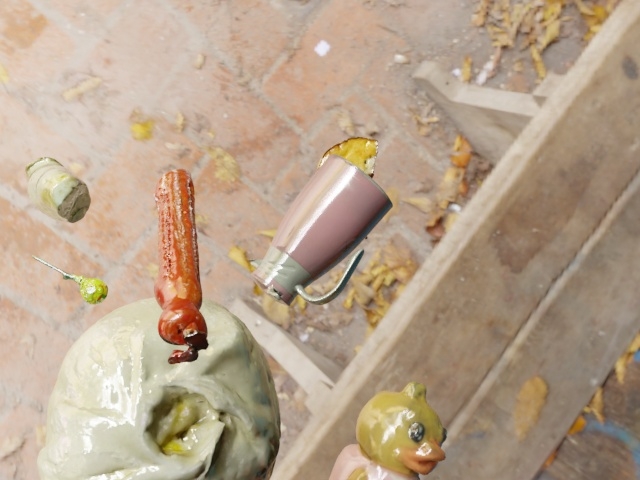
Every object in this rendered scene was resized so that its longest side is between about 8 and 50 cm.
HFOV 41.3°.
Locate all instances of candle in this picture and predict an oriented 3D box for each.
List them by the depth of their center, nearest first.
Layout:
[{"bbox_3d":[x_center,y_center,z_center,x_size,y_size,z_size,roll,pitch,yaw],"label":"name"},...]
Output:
[{"bbox_3d":[-0.156,0.012,0.924,0.051,0.329,0.048,-3,125,-9],"label":"candle"}]

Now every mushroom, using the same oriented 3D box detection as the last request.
[{"bbox_3d":[-0.427,-0.077,1.396,0.107,0.333,0.087,44,79,-24],"label":"mushroom"}]

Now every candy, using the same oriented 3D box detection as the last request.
[{"bbox_3d":[-0.350,0.051,1.180,0.123,0.035,0.035,27,94,5],"label":"candy"}]

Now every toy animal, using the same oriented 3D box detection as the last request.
[{"bbox_3d":[0.111,0.365,1.394,0.195,0.169,0.281,20,102,-44],"label":"toy animal"}]

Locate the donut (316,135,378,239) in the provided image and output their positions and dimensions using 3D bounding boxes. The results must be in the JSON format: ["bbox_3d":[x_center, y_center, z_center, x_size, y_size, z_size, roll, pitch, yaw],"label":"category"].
[{"bbox_3d":[0.050,-0.122,1.854,0.141,0.085,0.217,15,85,-12],"label":"donut"}]

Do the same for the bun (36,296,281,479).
[{"bbox_3d":[-0.187,0.245,1.152,0.365,0.219,0.364,3,86,-42],"label":"bun"}]

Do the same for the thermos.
[{"bbox_3d":[0.000,0.000,1.489,0.265,0.176,0.146,-51,151,-7],"label":"thermos"}]
